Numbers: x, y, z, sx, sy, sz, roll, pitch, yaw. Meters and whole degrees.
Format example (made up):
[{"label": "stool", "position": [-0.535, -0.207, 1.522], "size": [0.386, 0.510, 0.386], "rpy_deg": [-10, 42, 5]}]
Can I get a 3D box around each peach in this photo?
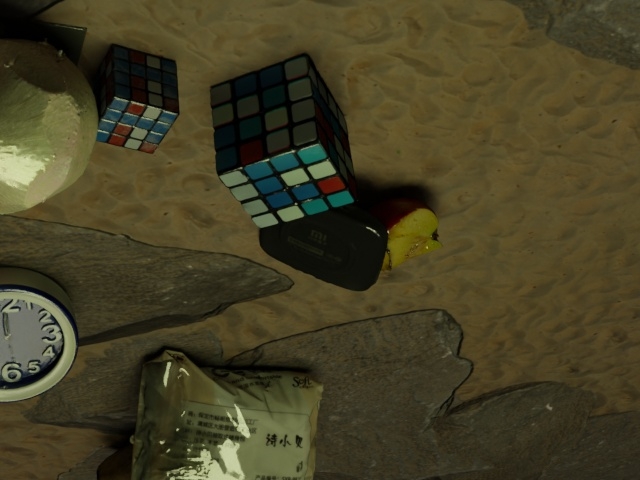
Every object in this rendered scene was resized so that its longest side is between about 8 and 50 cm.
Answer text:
[{"label": "peach", "position": [0.119, -0.010, 1.761], "size": [0.151, 0.118, 0.151], "rpy_deg": [-22, 136, -23]}]

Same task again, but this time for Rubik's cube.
[{"label": "Rubik's cube", "position": [-0.244, -0.182, 1.434], "size": [0.092, 0.092, 0.092], "rpy_deg": [12, 141, -27]}, {"label": "Rubik's cube", "position": [-0.050, -0.132, 1.501], "size": [0.151, 0.155, 0.154], "rpy_deg": [-15, 145, 13]}]

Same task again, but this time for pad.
[{"label": "pad", "position": [-0.402, -0.238, 1.396], "size": [0.190, 0.004, 0.127], "rpy_deg": [4, 145, -20]}]

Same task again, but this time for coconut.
[{"label": "coconut", "position": [-0.381, -0.136, 1.324], "size": [0.224, 0.224, 0.234], "rpy_deg": [-11, -176, 3]}]

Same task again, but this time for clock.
[{"label": "clock", "position": [-0.519, 0.157, 1.819], "size": [0.231, 0.083, 0.230], "rpy_deg": [-6, 120, -11]}]

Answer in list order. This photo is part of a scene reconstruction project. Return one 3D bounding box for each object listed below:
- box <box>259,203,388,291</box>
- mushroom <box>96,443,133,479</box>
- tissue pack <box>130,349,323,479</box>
[{"label": "box", "position": [0.000, 0.000, 1.731], "size": [0.213, 0.042, 0.201], "rpy_deg": [24, 144, 11]}, {"label": "mushroom", "position": [-0.238, 0.484, 2.375], "size": [0.397, 0.224, 0.313], "rpy_deg": [-34, 119, 10]}, {"label": "tissue pack", "position": [-0.183, 0.419, 2.140], "size": [0.376, 0.389, 0.195], "rpy_deg": [9, 180, -27]}]
